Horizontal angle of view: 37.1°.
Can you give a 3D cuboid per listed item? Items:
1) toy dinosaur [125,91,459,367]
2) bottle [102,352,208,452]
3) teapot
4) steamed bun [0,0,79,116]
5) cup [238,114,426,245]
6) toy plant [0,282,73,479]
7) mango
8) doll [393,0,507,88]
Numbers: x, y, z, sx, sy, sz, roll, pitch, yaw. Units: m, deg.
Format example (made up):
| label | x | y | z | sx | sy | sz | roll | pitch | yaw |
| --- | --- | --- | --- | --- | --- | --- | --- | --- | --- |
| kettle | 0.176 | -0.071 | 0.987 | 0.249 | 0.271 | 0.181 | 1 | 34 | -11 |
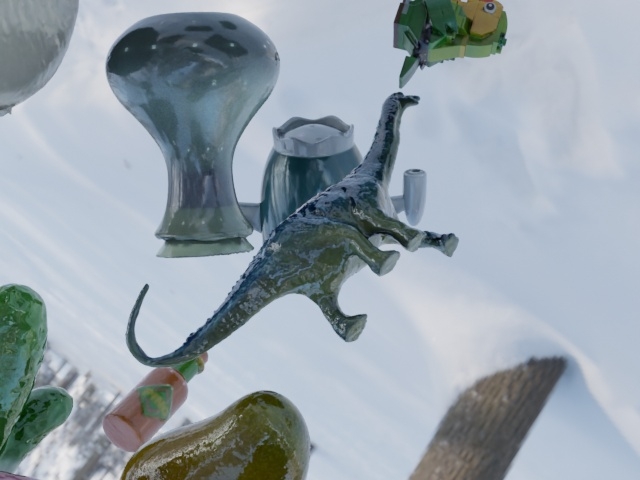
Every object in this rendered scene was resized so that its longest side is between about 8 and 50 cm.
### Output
| label | x | y | z | sx | sy | sz | roll | pitch | yaw |
| --- | --- | --- | --- | --- | --- | --- | --- | --- | --- |
| toy dinosaur | 0.011 | 0.003 | 0.799 | 0.147 | 0.363 | 0.076 | 32 | 153 | 30 |
| bottle | -0.218 | 0.208 | 1.315 | 0.069 | 0.187 | 0.069 | 16 | 128 | 22 |
| teapot | -0.130 | -0.109 | 1.012 | 0.183 | 0.251 | 0.183 | -3 | -176 | 0 |
| steamed bun | -0.410 | -0.296 | 0.924 | 0.241 | 0.374 | 0.374 | 3 | 152 | 19 |
| cup | -0.007 | -0.073 | 1.289 | 0.167 | 0.300 | 0.173 | -91 | -2 | -67 |
| toy plant | -0.378 | 0.252 | 1.028 | 0.210 | 0.356 | 0.317 | 21 | 152 | -31 |
| mango | -0.090 | 0.210 | 0.829 | 0.136 | 0.099 | 0.227 | 39 | 122 | -14 |
| doll | 0.198 | -0.320 | 1.477 | 0.106 | 0.186 | 0.134 | 79 | 179 | -69 |
